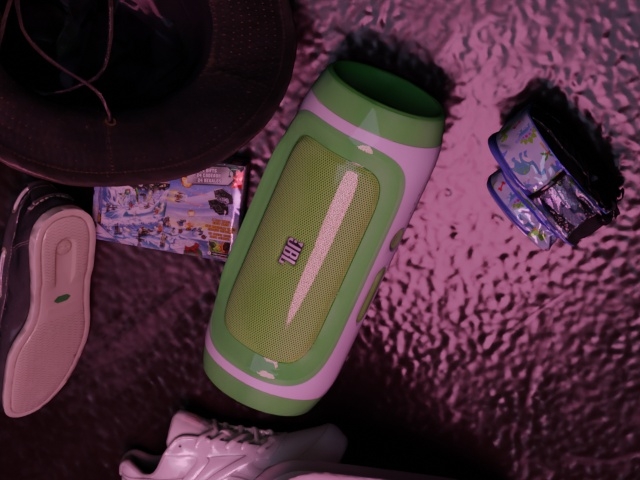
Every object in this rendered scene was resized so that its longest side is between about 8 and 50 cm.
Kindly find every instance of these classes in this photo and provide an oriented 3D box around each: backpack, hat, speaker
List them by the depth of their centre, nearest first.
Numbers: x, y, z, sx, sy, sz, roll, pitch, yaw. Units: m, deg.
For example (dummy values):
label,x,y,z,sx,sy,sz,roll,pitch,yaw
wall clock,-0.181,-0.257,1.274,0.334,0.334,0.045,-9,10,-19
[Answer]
label,x,y,z,sx,sy,sz,roll,pitch,yaw
hat,-0.192,-0.165,1.418,0.331,0.331,0.134,36,152,-3
backpack,0.187,-0.052,1.420,0.084,0.105,0.114,-37,93,18
speaker,0.000,0.000,1.461,0.131,0.131,0.296,24,111,2

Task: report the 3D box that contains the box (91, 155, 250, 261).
label,x,y,z,sx,sy,sz,roll,pitch,yaw
box,-0.135,-0.038,1.524,0.137,0.027,0.094,10,111,7

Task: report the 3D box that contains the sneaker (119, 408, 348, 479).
label,x,y,z,sx,sy,sz,roll,pitch,yaw
sneaker,-0.090,0.204,1.566,0.232,0.090,0.115,-22,100,15

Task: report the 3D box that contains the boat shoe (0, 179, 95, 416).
label,x,y,z,sx,sy,sz,roll,pitch,yaw
boat shoe,-0.263,0.056,1.565,0.079,0.084,0.233,37,125,38

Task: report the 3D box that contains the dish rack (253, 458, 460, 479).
label,x,y,z,sx,sy,sz,roll,pitch,yaw
dish rack,-0.011,0.328,1.543,0.286,0.072,0.332,12,116,-37
